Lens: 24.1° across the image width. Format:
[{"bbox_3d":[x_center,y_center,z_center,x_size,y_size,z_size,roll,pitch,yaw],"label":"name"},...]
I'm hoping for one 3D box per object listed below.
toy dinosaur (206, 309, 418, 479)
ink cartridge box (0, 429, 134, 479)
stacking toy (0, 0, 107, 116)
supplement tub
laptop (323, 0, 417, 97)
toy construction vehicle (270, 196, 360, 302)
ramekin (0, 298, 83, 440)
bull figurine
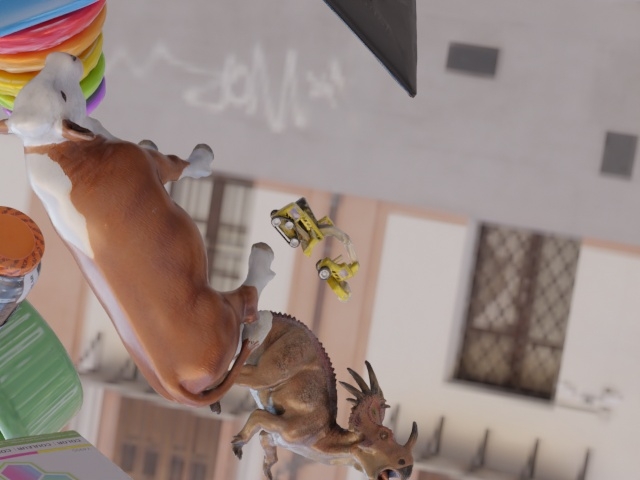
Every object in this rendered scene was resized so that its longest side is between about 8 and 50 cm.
[{"bbox_3d":[-0.022,0.170,1.774,0.200,0.295,0.127,-28,-178,5],"label":"toy dinosaur"},{"bbox_3d":[-0.235,0.275,1.325,0.189,0.097,0.255,-3,-158,-42],"label":"ink cartridge box"},{"bbox_3d":[-0.268,-0.167,1.455,0.166,0.302,0.175,-23,-130,-16],"label":"stacking toy"},{"bbox_3d":[-0.416,0.047,1.840,0.117,0.117,0.190,5,145,-35],"label":"supplement tub"},{"bbox_3d":[-0.103,-0.343,1.375,0.408,0.236,0.382,10,154,49],"label":"laptop"},{"bbox_3d":[0.000,0.000,1.253,0.098,0.035,0.086,50,-173,-12],"label":"toy construction vehicle"},{"bbox_3d":[-0.487,0.186,2.202,0.148,0.303,0.303,-39,-148,-27],"label":"ramekin"},{"bbox_3d":[-0.147,-0.012,1.248,0.101,0.310,0.188,-25,-179,34],"label":"bull figurine"}]
